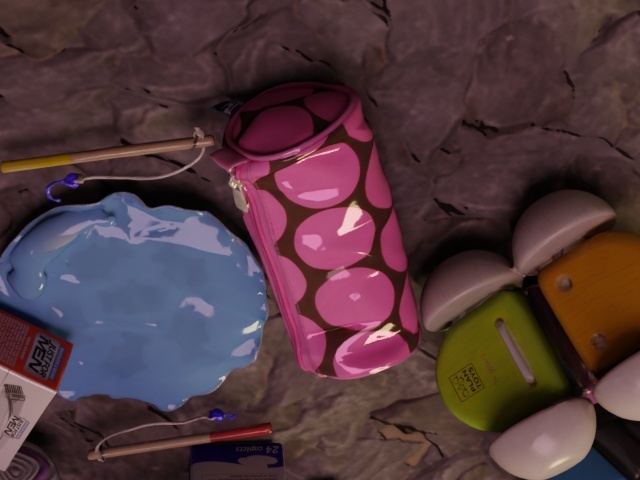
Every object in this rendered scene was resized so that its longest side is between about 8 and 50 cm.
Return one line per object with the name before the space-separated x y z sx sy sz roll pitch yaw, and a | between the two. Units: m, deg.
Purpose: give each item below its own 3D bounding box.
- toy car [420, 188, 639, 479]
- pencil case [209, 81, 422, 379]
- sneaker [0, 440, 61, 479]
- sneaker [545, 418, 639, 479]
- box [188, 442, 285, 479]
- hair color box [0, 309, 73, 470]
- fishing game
toy car | 0.168 0.065 1.077 0.182 0.159 0.136 -34 160 17
pencil case | 0.000 0.000 1.020 0.098 0.095 0.209 -41 130 -27
sneaker | -0.325 0.234 1.144 0.305 0.114 0.152 -24 142 -4
sneaker | 0.316 0.167 1.196 0.340 0.125 0.140 -12 155 -2
box | -0.063 0.240 1.166 0.072 0.137 0.126 0 127 -6
hair color box | -0.260 0.076 1.046 0.167 0.053 0.093 28 126 -12
fishing game | -0.128 0.041 1.070 0.189 0.041 0.264 -11 126 5
